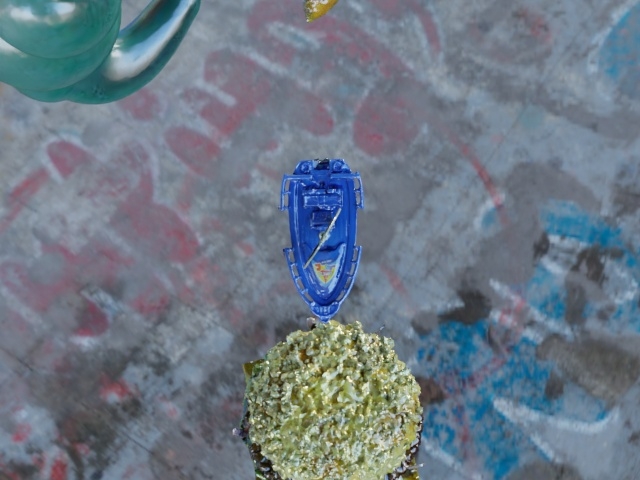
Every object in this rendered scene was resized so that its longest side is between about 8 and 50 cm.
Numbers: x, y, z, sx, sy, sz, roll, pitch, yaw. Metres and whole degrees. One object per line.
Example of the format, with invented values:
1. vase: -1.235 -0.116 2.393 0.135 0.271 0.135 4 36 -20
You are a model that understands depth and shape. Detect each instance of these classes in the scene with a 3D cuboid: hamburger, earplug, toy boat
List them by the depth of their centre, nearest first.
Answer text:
1. earplug: -0.237 -0.225 1.054 0.257 0.280 0.164 5 84 -16
2. toy boat: 0.000 0.000 1.090 0.091 0.110 0.175 -1 91 5
3. hamburger: 0.013 0.218 1.285 0.243 0.139 0.262 -9 64 -7

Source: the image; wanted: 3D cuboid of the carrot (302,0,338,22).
1. carrot: 0.066 -0.378 1.156 0.066 0.066 0.314 42 106 27
